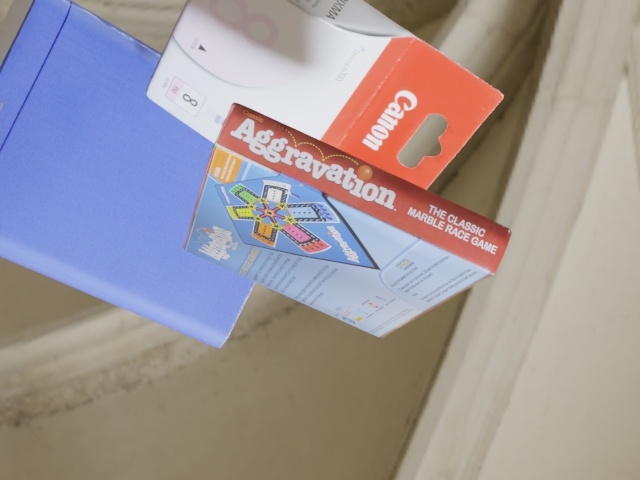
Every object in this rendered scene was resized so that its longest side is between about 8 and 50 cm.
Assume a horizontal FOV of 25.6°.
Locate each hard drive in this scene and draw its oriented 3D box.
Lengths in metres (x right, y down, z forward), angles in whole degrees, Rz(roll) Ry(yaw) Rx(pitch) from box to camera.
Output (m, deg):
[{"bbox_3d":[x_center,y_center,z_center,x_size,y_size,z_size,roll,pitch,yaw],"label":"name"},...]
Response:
[{"bbox_3d":[-0.163,-0.054,1.209,0.040,0.318,0.210,25,-92,50],"label":"hard drive"}]

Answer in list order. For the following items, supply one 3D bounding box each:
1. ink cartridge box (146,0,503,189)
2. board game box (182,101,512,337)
[{"bbox_3d":[-0.005,-0.112,1.079,0.232,0.189,0.066,37,-126,0],"label":"ink cartridge box"},{"bbox_3d":[0.000,0.000,0.785,0.145,0.281,0.027,23,-103,-4],"label":"board game box"}]
